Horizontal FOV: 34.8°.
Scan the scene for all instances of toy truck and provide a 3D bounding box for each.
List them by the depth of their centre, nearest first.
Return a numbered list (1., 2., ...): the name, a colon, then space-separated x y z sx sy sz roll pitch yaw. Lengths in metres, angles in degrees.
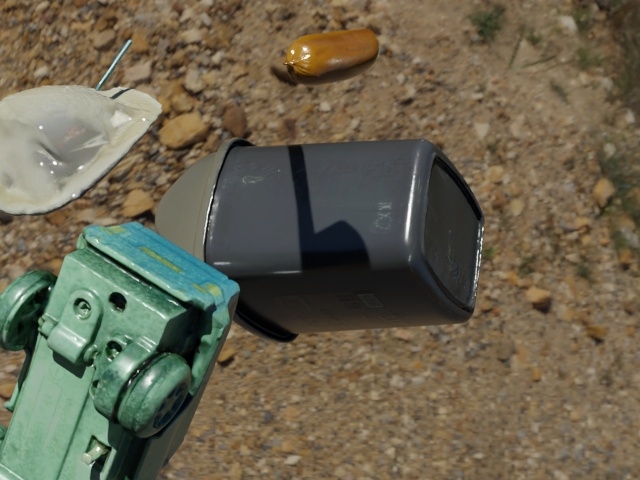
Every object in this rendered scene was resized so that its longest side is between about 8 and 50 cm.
1. toy truck: -0.177 0.131 0.820 0.155 0.278 0.156 30 23 15

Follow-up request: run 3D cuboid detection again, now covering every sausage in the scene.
1. sausage: 0.020 -0.224 1.245 0.183 0.054 0.062 -18 129 -48

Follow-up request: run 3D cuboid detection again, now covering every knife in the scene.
1. knife: -0.283 -0.240 1.398 0.005 0.014 0.091 29 67 0

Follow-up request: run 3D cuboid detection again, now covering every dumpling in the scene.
1. dumpling: -0.339 -0.127 1.355 0.175 0.227 0.243 36 88 -41

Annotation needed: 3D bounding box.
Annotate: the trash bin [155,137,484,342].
1. trash bin: 0.000 0.000 1.019 0.209 0.290 0.182 45 49 -52
